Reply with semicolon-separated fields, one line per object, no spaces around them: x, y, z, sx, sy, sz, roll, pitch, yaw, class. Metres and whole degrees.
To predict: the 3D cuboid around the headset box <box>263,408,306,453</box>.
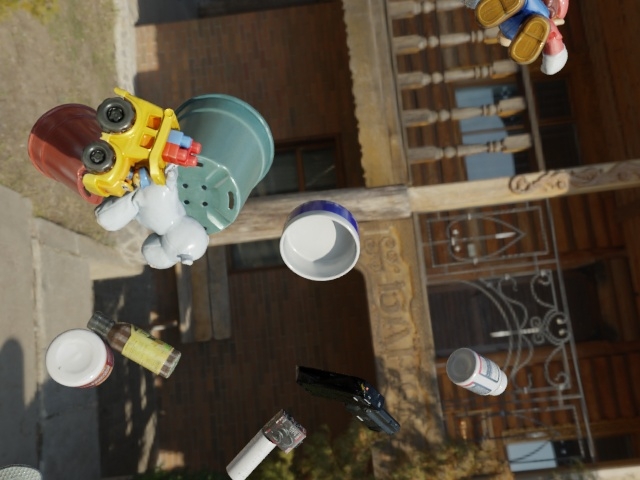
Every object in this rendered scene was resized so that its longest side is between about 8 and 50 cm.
-0.077;0.427;1.302;0.083;0.062;0.032;46;6;-9;headset box

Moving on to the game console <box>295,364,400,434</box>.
0.091;0.430;1.545;0.361;0.213;0.044;51;52;-43;game console

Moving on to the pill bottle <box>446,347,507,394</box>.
0.461;0.390;1.710;0.180;0.108;0.108;30;39;-35;pill bottle

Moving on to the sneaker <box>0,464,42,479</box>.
-0.905;0.676;1.657;0.163;0.226;0.086;147;-61;-66;sneaker

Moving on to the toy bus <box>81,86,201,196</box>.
-0.373;-0.183;1.247;0.149;0.211;0.220;135;-27;-79;toy bus

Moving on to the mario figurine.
0.363;-0.393;1.090;0.320;0.170;0.198;-42;125;-54;mario figurine

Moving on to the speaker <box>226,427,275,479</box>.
-0.170;0.535;1.459;0.055;0.136;0.055;41;4;-4;speaker

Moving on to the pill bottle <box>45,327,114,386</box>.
-0.531;0.269;1.314;0.221;0.121;0.121;129;-43;-70;pill bottle

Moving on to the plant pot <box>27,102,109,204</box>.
-0.734;-0.256;1.857;0.265;0.272;0.272;36;-28;32;plant pot

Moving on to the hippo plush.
-0.369;-0.064;1.442;0.237;0.294;0.234;57;24;-24;hippo plush

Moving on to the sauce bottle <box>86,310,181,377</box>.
-0.674;0.368;2.113;0.111;0.344;0.111;-59;-177;6;sauce bottle

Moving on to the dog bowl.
0.000;0.000;1.967;0.104;0.264;0.265;-83;168;-55;dog bowl

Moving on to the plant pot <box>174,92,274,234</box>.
-0.326;-0.208;1.702;0.334;0.341;0.341;-82;167;-56;plant pot
